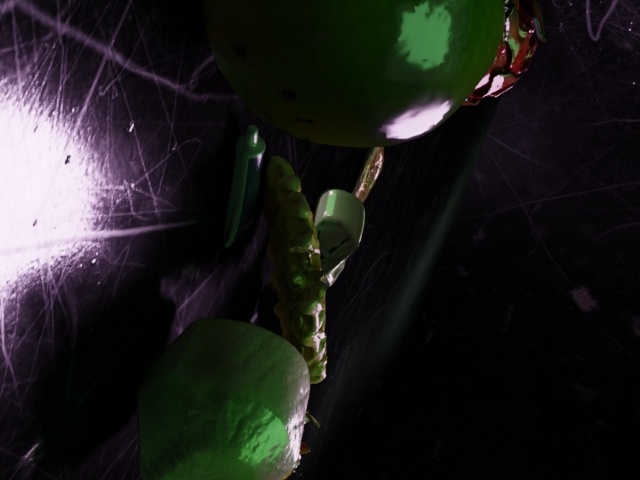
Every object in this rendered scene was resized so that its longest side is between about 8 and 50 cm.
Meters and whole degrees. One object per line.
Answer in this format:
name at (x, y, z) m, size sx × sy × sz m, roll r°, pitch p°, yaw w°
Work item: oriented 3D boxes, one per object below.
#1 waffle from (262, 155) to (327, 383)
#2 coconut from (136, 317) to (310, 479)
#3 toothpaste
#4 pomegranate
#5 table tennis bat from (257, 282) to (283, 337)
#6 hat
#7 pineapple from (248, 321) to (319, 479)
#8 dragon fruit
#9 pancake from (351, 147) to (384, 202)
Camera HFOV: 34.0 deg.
waffle at (-0.032, 0.035, 1.327) m, size 0.250 × 0.056 × 0.261 m, roll -106°, pitch -170°, yaw -45°
coconut at (-0.116, 0.195, 1.236) m, size 0.236 × 0.205 × 0.236 m, roll -4°, pitch 90°, yaw -82°
toothpaste at (-0.089, -0.065, 1.229) m, size 0.057 × 0.035 × 0.197 m, roll -46°, pitch 162°, yaw -34°
pomegranate at (0.071, -0.241, 0.974) m, size 0.310 × 0.216 × 0.358 m, roll -1°, pitch 124°, yaw -57°
table tennis bat at (-0.056, 0.101, 1.546) m, size 0.022 × 0.138 × 0.246 m, roll -12°, pitch 112°, yaw -34°
hat at (0.003, -0.004, 1.703) m, size 0.122 × 0.081 × 0.166 m, roll -4°, pitch 108°, yaw -32°
pineapple at (-0.112, 0.241, 1.497) m, size 0.114 × 0.186 × 0.236 m, roll -6°, pitch 78°, yaw -70°
dragon fruit at (0.229, -0.337, 1.618) m, size 0.234 × 0.234 × 0.293 m, roll -60°, pitch 172°, yaw -21°
pancake at (0.086, -0.121, 1.898) m, size 0.139 × 0.022 × 0.139 m, roll -61°, pitch 168°, yaw -22°
